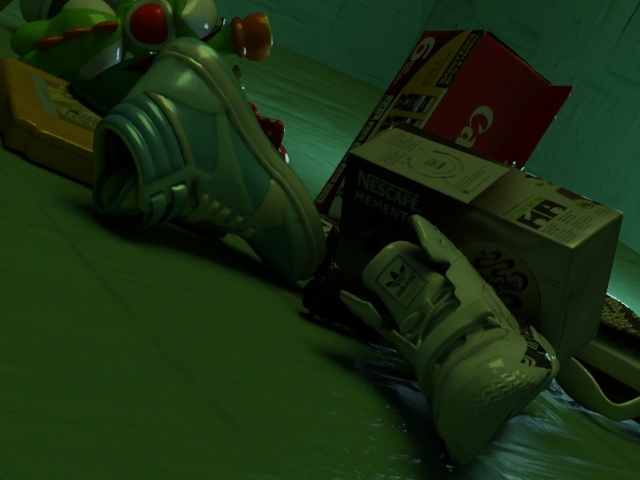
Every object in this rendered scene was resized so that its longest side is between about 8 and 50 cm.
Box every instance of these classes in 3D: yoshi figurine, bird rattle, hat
[{"bbox_3d":[-0.262,-0.305,2.242,0.362,0.203,0.203,-13,53,-7],"label":"yoshi figurine"},{"bbox_3d":[-0.090,-0.133,2.176,0.253,0.143,0.207,35,-12,51],"label":"bird rattle"},{"bbox_3d":[-0.198,-0.237,2.003,0.208,0.183,0.173,33,13,25],"label":"hat"}]

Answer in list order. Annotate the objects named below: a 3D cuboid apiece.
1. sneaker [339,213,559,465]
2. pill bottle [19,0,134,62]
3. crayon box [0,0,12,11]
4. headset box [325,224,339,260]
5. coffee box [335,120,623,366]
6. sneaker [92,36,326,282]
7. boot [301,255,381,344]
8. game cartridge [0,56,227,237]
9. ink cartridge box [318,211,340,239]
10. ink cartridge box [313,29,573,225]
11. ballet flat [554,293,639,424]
[{"bbox_3d":[0.116,0.092,1.516,0.210,0.137,0.366,44,8,7],"label":"sneaker"},{"bbox_3d":[-0.340,-0.342,2.475,0.283,0.161,0.161,33,12,29],"label":"pill bottle"},{"bbox_3d":[-0.524,-0.325,1.656,0.363,0.106,0.313,21,-27,-31],"label":"crayon box"},{"bbox_3d":[0.019,0.021,1.904,0.032,0.062,0.083,25,12,-15],"label":"headset box"},{"bbox_3d":[0.171,0.003,1.747,0.297,0.168,0.119,26,36,29],"label":"coffee box"},{"bbox_3d":[-0.138,-0.041,1.720,0.127,0.208,0.319,-6,-57,52],"label":"sneaker"},{"bbox_3d":[0.044,0.048,1.703,0.099,0.121,0.045,30,7,-19],"label":"boot"},{"bbox_3d":[-0.263,-0.121,1.925,0.285,0.052,0.323,23,10,-22],"label":"game cartridge"},{"bbox_3d":[0.000,0.000,2.001,0.207,0.046,0.097,31,12,16],"label":"ink cartridge box"},{"bbox_3d":[0.155,-0.121,2.066,0.130,0.309,0.272,35,-6,-20],"label":"ink cartridge box"},{"bbox_3d":[0.428,0.194,1.937,0.483,0.164,0.182,27,31,32],"label":"ballet flat"}]
